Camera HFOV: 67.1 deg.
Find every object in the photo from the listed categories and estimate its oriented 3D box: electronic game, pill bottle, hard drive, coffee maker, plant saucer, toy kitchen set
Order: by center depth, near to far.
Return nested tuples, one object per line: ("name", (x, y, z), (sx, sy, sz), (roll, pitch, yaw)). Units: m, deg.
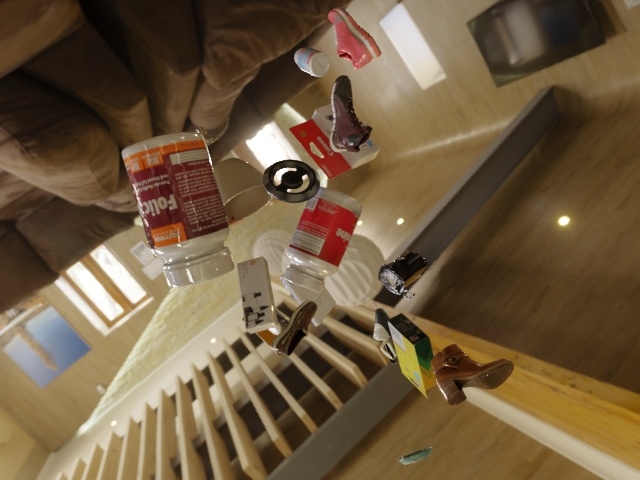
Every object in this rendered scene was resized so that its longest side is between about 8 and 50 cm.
("pill bottle", (-0.381, -0.082, 1.332), (0.224, 0.391, 0.224), (-15, -173, 2))
("plant saucer", (0.300, 0.674, 1.506), (0.120, 0.021, 0.119), (-18, 158, -7))
("pill bottle", (-0.035, -0.669, 1.798), (0.087, 0.087, 0.160), (-39, -139, -5))
("electronic game", (-0.114, -0.239, 1.914), (0.229, 0.229, 0.048), (-46, 162, -33))
("coffee maker", (0.349, 0.140, 1.960), (0.178, 0.171, 0.120), (-28, 169, -39))
("pill bottle", (0.000, 0.000, 2.006), (0.407, 0.229, 0.229), (-67, -164, -3))
("toy kitchen set", (-0.491, -0.441, 2.040), (0.083, 0.075, 0.068), (-1, -147, 48))
("hard drive", (-0.061, 0.263, 2.534), (0.040, 0.318, 0.210), (-26, -167, 39))

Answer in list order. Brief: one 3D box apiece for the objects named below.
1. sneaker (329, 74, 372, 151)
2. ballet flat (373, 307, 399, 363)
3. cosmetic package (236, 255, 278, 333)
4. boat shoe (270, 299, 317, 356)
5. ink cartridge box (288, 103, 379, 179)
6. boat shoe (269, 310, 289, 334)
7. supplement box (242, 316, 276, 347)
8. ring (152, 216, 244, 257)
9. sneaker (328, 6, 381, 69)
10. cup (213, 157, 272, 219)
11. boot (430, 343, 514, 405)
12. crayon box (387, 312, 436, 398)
("sneaker", (0.126, -0.457, 1.773), (0.163, 0.281, 0.106), (19, -152, 37))
("ballet flat", (0.301, 0.441, 2.173), (0.096, 0.280, 0.095), (-36, -165, -28))
("cosmetic package", (-0.211, 0.178, 1.600), (0.099, 0.238, 0.060), (-16, 154, 4))
("boat shoe", (-0.080, 0.352, 1.904), (0.095, 0.095, 0.257), (19, -119, 38))
("ink cartridge box", (0.058, -0.421, 2.004), (0.261, 0.296, 0.066), (-30, 164, -30))
("boat shoe", (-0.199, 0.265, 1.766), (0.065, 0.206, 0.075), (-25, 140, -42))
("supplement box", (-0.217, 0.384, 2.123), (0.129, 0.191, 0.194), (-46, 160, -14))
("ring", (-0.425, -0.020, 1.682), (0.337, 0.032, 0.336), (-24, -176, 2))
("sneaker", (0.098, -0.787, 1.877), (0.136, 0.313, 0.116), (-41, 152, 12))
("cup", (-0.427, -0.277, 2.449), (0.331, 0.236, 0.331), (-29, 165, -9))
("boot", (0.555, 0.469, 1.804), (0.283, 0.109, 0.220), (-38, -155, 13))
("crayon box", (0.395, 0.484, 2.028), (0.081, 0.318, 0.202), (-26, -150, -14))
